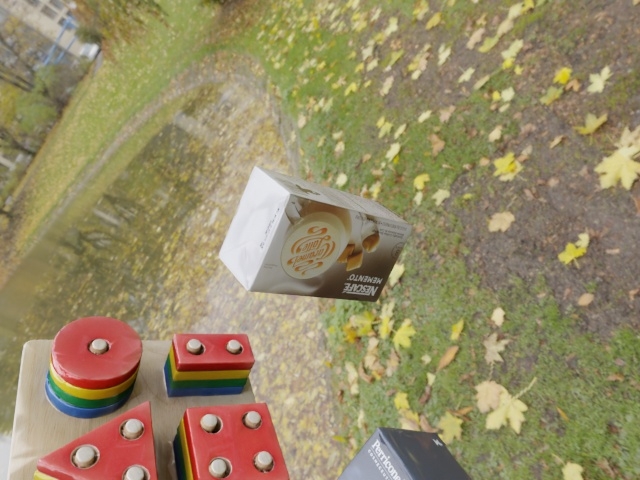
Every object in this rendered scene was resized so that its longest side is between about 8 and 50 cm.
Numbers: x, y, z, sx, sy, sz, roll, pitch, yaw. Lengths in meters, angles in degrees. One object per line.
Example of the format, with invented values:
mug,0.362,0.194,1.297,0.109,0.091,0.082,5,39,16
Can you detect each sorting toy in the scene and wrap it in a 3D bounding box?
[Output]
sorting toy,-0.172,0.186,0.539,0.089,0.255,0.257,-65,34,31

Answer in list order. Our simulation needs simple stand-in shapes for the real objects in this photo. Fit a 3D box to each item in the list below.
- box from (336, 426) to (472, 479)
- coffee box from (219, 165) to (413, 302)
box,0.141,0.615,0.997,0.395,0.212,0.293,-56,40,12
coffee box,0.000,0.000,0.747,0.098,0.246,0.141,40,110,44
